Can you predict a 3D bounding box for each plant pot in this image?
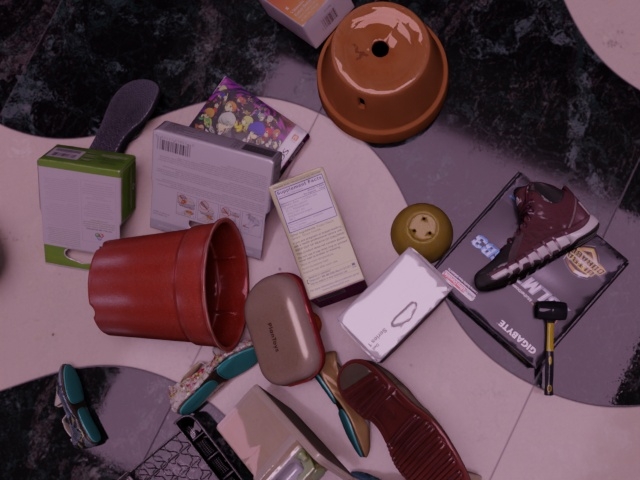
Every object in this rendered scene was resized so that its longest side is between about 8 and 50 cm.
[{"bbox_3d":[0.130,-0.368,1.870,0.291,0.203,0.291,-1,82,4],"label":"plant pot"},{"bbox_3d":[0.213,-0.021,1.866,0.134,0.095,0.134,-1,81,5],"label":"plant pot"},{"bbox_3d":[-0.314,0.093,1.829,0.265,0.272,0.272,-2,82,13],"label":"plant pot"}]

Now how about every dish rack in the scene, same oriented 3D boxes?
[{"bbox_3d":[-0.306,0.518,1.850,0.271,0.074,0.208,-40,80,-1],"label":"dish rack"}]

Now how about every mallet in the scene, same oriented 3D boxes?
[{"bbox_3d":[0.467,0.213,1.776,0.062,0.039,0.190,-5,89,2],"label":"mallet"}]

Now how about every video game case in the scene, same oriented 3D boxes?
[{"bbox_3d":[-0.176,-0.212,1.957,0.232,0.042,0.210,36,88,9],"label":"video game case"}]

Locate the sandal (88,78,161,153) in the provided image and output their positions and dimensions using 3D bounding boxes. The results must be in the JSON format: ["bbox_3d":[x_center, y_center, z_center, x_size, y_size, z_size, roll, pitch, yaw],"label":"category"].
[{"bbox_3d":[-0.444,-0.252,1.991,0.097,0.054,0.254,38,97,16],"label":"sandal"}]

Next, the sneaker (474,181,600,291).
[{"bbox_3d":[0.402,-0.020,1.786,0.281,0.106,0.162,-27,73,-9],"label":"sneaker"}]

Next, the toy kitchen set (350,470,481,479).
[{"bbox_3d":[0.188,0.506,1.812,0.207,0.166,0.122,17,83,-29],"label":"toy kitchen set"}]

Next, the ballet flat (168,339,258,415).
[{"bbox_3d":[-0.226,0.271,1.877,0.241,0.091,0.077,-37,54,-5],"label":"ballet flat"}]

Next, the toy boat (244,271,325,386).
[{"bbox_3d":[-0.054,0.178,1.841,0.151,0.151,0.231,-22,81,33],"label":"toy boat"}]

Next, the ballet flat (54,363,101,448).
[{"bbox_3d":[-0.534,0.359,1.902,0.070,0.070,0.188,-24,77,2],"label":"ballet flat"}]

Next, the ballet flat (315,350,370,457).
[{"bbox_3d":[0.058,0.333,1.842,0.073,0.080,0.232,-28,81,-13],"label":"ballet flat"}]

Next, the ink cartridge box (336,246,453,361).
[{"bbox_3d":[0.146,0.134,1.758,0.201,0.278,0.117,-45,81,-2],"label":"ink cartridge box"}]

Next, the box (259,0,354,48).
[{"bbox_3d":[-0.037,-0.526,1.940,0.170,0.091,0.130,40,87,29],"label":"box"}]

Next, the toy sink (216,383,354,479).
[{"bbox_3d":[-0.073,0.422,1.750,0.131,0.153,0.234,-48,48,-4],"label":"toy sink"}]

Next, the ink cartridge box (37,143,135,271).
[{"bbox_3d":[-0.509,-0.065,1.951,0.188,0.097,0.255,9,117,6],"label":"ink cartridge box"}]

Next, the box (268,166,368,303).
[{"bbox_3d":[0.000,0.000,1.823,0.117,0.213,0.243,-20,81,2],"label":"box"}]

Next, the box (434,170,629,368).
[{"bbox_3d":[0.426,0.061,1.848,0.295,0.073,0.293,42,87,10],"label":"box"}]

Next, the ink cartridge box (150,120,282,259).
[{"bbox_3d":[-0.228,-0.107,1.906,0.275,0.060,0.239,16,122,12],"label":"ink cartridge box"}]

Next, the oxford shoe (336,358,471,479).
[{"bbox_3d":[0.183,0.367,1.762,0.123,0.130,0.348,-44,71,16],"label":"oxford shoe"}]
